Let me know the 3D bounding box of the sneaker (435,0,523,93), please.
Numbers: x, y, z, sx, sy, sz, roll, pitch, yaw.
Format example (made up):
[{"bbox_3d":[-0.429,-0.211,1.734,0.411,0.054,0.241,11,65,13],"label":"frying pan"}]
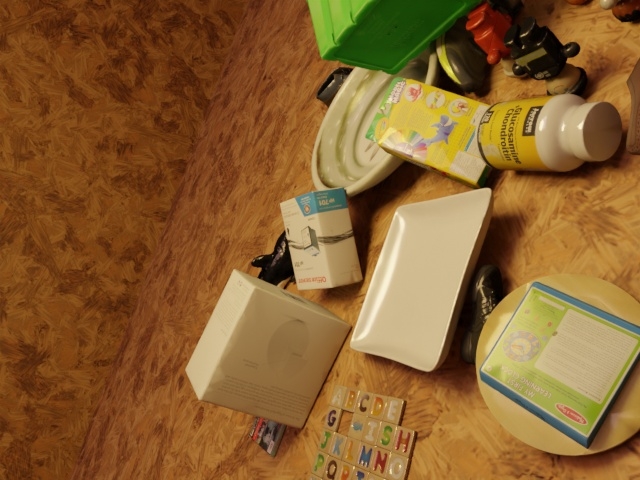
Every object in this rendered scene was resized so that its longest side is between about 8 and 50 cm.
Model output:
[{"bbox_3d":[0.299,-0.408,1.025,0.121,0.111,0.300,-12,59,52],"label":"sneaker"}]

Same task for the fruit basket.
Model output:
[{"bbox_3d":[0.114,-0.534,0.981,0.392,0.282,0.393,-174,90,-70],"label":"fruit basket"}]

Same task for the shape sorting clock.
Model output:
[{"bbox_3d":[0.277,0.137,0.638,0.206,0.040,0.206,-21,52,30],"label":"shape sorting clock"}]

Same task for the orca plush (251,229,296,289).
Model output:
[{"bbox_3d":[-0.135,0.066,1.390,0.287,0.102,0.151,-49,31,28],"label":"orca plush"}]

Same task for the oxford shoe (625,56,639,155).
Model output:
[{"bbox_3d":[0.418,-0.230,0.671,0.098,0.096,0.272,-17,52,63],"label":"oxford shoe"}]

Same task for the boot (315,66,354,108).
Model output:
[{"bbox_3d":[0.085,-0.407,1.397,0.219,0.106,0.082,-50,31,27],"label":"boot"}]

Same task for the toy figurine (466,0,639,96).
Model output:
[{"bbox_3d":[0.352,-0.333,0.832,0.210,0.148,0.213,-50,28,15],"label":"toy figurine"}]

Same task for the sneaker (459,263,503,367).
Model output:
[{"bbox_3d":[0.238,0.116,0.744,0.089,0.051,0.170,-1,71,60],"label":"sneaker"}]

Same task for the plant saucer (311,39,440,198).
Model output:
[{"bbox_3d":[0.132,-0.255,1.192,0.400,0.100,0.401,-40,36,38],"label":"plant saucer"}]

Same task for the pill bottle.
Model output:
[{"bbox_3d":[0.312,-0.148,0.776,0.184,0.103,0.103,16,81,63],"label":"pill bottle"}]

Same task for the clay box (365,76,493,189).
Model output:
[{"bbox_3d":[0.197,-0.185,0.944,0.222,0.053,0.128,29,93,29],"label":"clay box"}]

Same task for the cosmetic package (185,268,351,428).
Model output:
[{"bbox_3d":[-0.102,0.208,1.074,0.225,0.224,0.138,-64,27,-1],"label":"cosmetic package"}]

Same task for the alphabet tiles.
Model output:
[{"bbox_3d":[0.062,0.345,0.903,0.237,0.009,0.198,-11,58,58],"label":"alphabet tiles"}]

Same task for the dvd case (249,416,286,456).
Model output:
[{"bbox_3d":[-0.109,0.388,1.166,0.119,0.013,0.087,3,70,62],"label":"dvd case"}]

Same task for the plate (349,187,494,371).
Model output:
[{"bbox_3d":[0.162,0.064,0.895,0.278,0.045,0.278,-9,58,68],"label":"plate"}]

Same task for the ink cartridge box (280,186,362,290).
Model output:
[{"bbox_3d":[0.000,0.000,1.132,0.139,0.082,0.191,-13,87,57],"label":"ink cartridge box"}]
